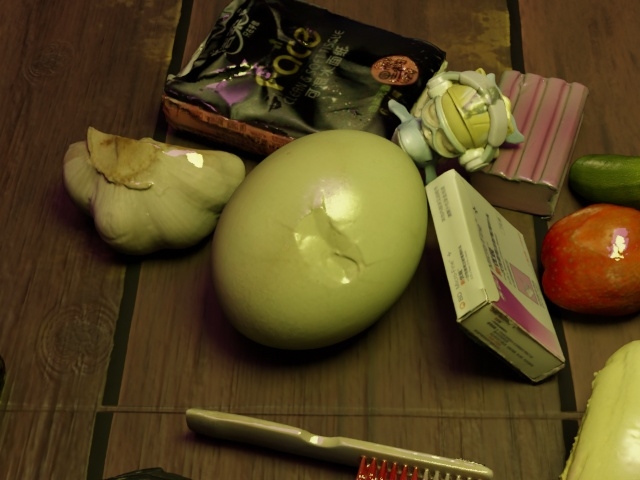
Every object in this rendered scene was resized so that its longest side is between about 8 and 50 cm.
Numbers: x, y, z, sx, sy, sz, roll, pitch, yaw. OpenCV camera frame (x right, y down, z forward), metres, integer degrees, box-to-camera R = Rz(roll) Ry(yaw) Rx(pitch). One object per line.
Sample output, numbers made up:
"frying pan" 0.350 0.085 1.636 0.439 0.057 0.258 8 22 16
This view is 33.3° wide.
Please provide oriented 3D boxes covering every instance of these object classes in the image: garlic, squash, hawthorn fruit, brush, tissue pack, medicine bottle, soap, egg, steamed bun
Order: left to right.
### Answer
"garlic" -0.201 -0.051 1.303 0.230 0.178 0.142 -3 79 22
"tissue pack" -0.020 -0.205 1.431 0.332 0.123 0.245 20 50 18
"egg" 0.000 0.000 1.185 0.269 0.219 0.219 -49 58 6
"brush" 0.014 0.229 1.100 0.321 0.060 0.050 11 61 10
"medicine bottle" 0.189 0.039 1.190 0.052 0.171 0.201 -31 43 23
"soap" 0.270 -0.130 1.394 0.122 0.065 0.203 15 51 15
"hawthorn fruit" 0.317 0.021 1.224 0.138 0.132 0.132 -14 50 3
"squash" 0.364 -0.068 1.268 0.066 0.066 0.252 -15 9 -11
"steamed bun" 0.359 0.211 1.025 0.232 0.166 0.273 20 46 18

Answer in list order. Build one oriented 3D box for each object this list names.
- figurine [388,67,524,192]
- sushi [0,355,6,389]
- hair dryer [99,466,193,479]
"figurine" 0.165 -0.138 1.265 0.208 0.184 0.128 -25 89 -37
"sushi" -0.491 0.119 1.130 0.343 0.182 0.196 17 59 19
"hair dryer" -0.114 0.382 0.971 0.304 0.120 0.359 4 58 -13
